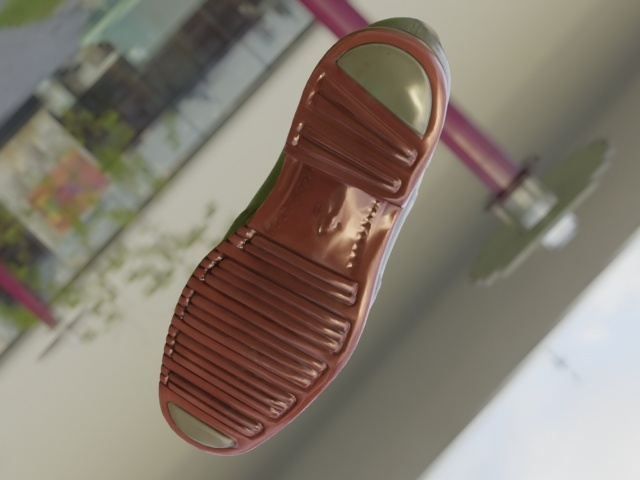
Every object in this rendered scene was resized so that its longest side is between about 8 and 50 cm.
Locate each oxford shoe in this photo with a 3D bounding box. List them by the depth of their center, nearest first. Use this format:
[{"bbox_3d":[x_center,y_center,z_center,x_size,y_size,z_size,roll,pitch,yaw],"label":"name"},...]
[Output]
[{"bbox_3d":[0.000,0.000,1.348,0.348,0.123,0.130,-58,178,22],"label":"oxford shoe"}]
